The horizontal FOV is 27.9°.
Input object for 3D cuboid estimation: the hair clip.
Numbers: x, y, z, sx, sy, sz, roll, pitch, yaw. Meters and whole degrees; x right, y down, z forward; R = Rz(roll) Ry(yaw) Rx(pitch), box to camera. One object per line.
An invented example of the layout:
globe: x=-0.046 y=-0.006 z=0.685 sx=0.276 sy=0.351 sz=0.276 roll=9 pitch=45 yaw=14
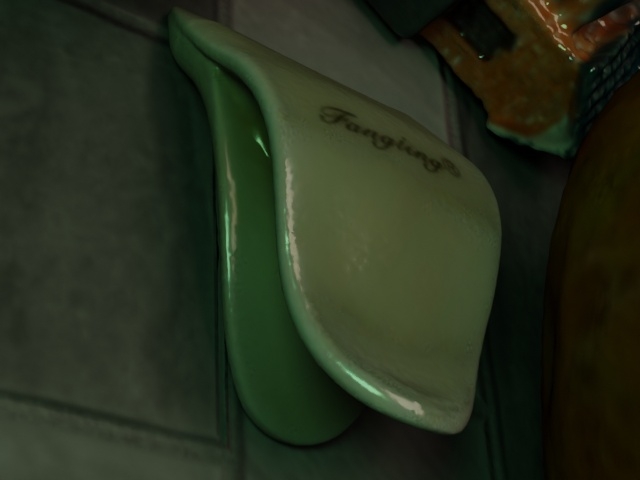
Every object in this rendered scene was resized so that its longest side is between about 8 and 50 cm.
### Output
hair clip: x=0.011 y=-0.013 z=0.677 sx=0.173 sy=0.113 sz=0.282 roll=23 pitch=50 yaw=-32

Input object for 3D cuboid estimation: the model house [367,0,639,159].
model house: x=0.211 y=-0.166 z=0.905 sx=0.301 sy=0.190 sz=0.271 roll=54 pitch=40 yaw=-3

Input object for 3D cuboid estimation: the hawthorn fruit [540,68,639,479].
hawthorn fruit: x=0.332 y=0.063 z=0.679 sx=0.472 sy=0.472 sz=0.471 roll=23 pitch=51 yaw=-31
